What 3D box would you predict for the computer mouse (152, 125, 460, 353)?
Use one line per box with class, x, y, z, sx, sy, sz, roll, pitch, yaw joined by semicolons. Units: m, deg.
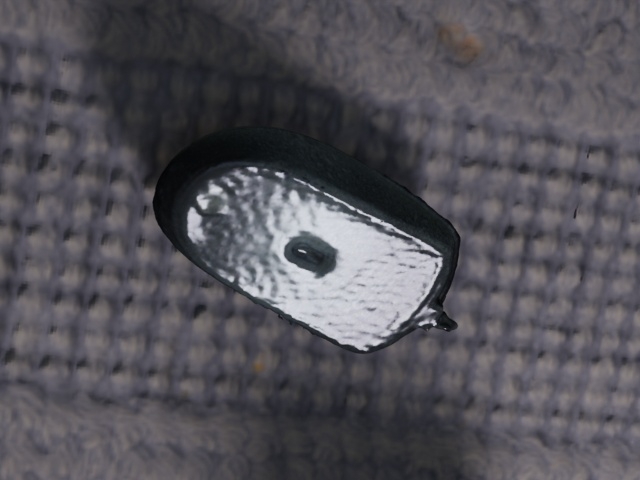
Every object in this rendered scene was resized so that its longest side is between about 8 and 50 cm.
computer mouse;-0.002;-0.004;0.678;0.229;0.068;0.113;29;112;-28
